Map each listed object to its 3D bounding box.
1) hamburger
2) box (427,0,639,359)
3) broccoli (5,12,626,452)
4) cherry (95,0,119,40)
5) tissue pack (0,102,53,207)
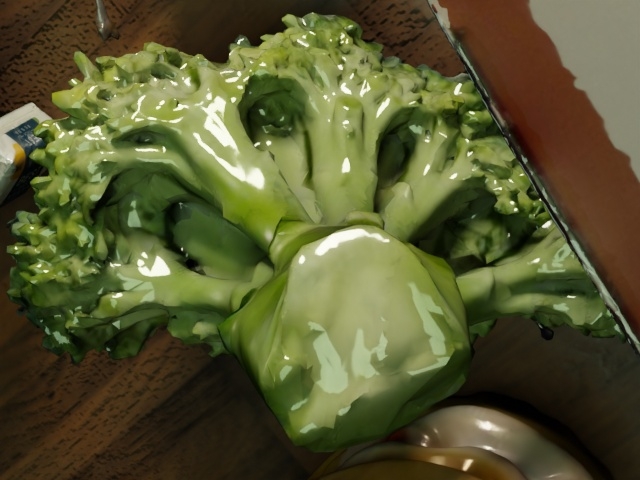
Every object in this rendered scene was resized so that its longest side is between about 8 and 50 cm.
[{"bbox_3d":[0.066,0.252,0.994,0.276,0.237,0.276,5,105,18],"label":"hamburger"},{"bbox_3d":[0.226,-0.033,0.764,0.122,0.385,0.345,-30,95,23],"label":"box"},{"bbox_3d":[-0.030,0.007,0.866,0.353,0.397,0.275,-14,100,30],"label":"broccoli"},{"bbox_3d":[-0.061,-0.208,0.968,0.148,0.115,0.188,-10,116,-19],"label":"cherry"},{"bbox_3d":[-0.217,-0.053,1.072,0.042,0.083,0.062,41,115,2],"label":"tissue pack"}]
